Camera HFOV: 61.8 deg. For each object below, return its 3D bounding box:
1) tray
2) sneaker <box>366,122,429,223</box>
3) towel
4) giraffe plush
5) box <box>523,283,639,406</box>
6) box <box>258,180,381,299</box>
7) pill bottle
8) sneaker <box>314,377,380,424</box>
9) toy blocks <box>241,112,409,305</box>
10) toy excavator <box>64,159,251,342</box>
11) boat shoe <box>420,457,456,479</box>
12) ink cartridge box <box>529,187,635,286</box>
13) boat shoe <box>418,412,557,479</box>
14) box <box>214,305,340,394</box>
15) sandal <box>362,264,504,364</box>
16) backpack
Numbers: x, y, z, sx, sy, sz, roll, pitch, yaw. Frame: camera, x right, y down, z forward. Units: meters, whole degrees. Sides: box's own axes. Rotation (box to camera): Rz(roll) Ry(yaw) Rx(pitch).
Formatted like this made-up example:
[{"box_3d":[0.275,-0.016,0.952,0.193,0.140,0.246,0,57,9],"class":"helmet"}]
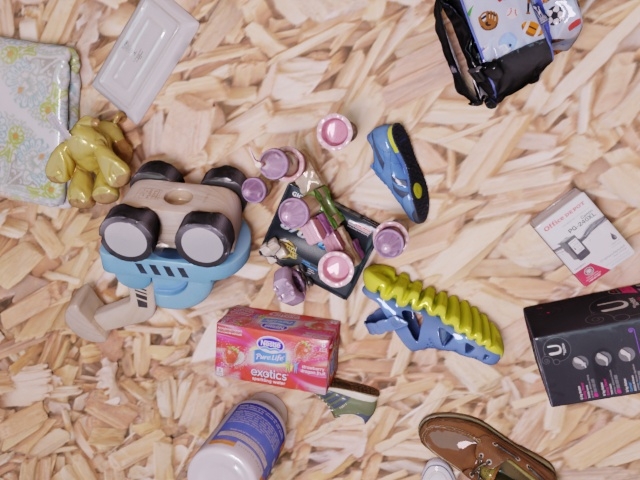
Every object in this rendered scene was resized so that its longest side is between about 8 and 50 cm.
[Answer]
[{"box_3d":[-0.390,-0.402,1.161,0.145,0.030,0.270,41,108,4],"class":"tray"},{"box_3d":[0.154,-0.129,1.072,0.082,0.069,0.210,-13,104,40],"class":"sneaker"},{"box_3d":[-0.716,-0.274,1.245,0.320,0.090,0.375,11,105,8],"class":"towel"},{"box_3d":[-0.482,-0.194,1.162,0.181,0.170,0.210,-13,111,12],"class":"giraffe plush"},{"box_3d":[0.535,0.185,0.986,0.270,0.165,0.144,-16,98,17],"class":"box"},{"box_3d":[0.000,0.000,1.140,0.220,0.051,0.175,28,107,7],"class":"box"},{"box_3d":[-0.161,0.444,1.163,0.152,0.272,0.153,3,102,14],"class":"pill bottle"},{"box_3d":[0.031,0.359,1.204,0.192,0.064,0.086,13,100,8],"class":"sneaker"},{"box_3d":[-0.028,-0.037,0.974,0.308,0.260,0.289,-28,93,18],"class":"toy blocks"},{"box_3d":[-0.368,0.069,1.170,0.432,0.222,0.446,5,127,0],"class":"toy excavator"},{"box_3d":[0.265,0.606,1.194,0.083,0.076,0.227,-1,102,14],"class":"boat shoe"},{"box_3d":[0.489,-0.007,1.008,0.109,0.063,0.150,-41,90,19],"class":"ink cartridge box"},{"box_3d":[0.354,0.462,1.125,0.307,0.104,0.111,19,106,10],"class":"boat shoe"},{"box_3d":[-0.093,0.237,1.178,0.256,0.122,0.128,7,103,13],"class":"box"},{"box_3d":[0.216,0.171,1.095,0.317,0.126,0.138,26,111,16],"class":"sandal"},{"box_3d":[0.292,-0.382,0.882,0.213,0.276,0.264,-29,87,13],"class":"backpack"}]
